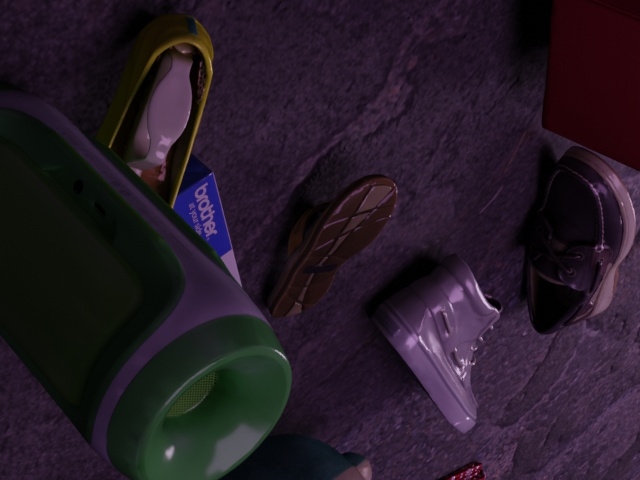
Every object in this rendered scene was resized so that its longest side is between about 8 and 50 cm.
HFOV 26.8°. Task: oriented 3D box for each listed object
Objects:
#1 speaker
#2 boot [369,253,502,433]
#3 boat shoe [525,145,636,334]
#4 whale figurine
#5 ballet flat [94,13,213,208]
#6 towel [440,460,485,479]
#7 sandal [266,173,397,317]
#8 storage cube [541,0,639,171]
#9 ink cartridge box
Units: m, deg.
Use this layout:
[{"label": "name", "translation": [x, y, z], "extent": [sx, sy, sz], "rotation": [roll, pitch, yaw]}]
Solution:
[{"label": "speaker", "translation": [-0.149, 0.020, 0.835], "extent": [0.131, 0.296, 0.131], "rotation": [-29, 142, -26]}, {"label": "boot", "translation": [0.152, 0.113, 1.446], "extent": [0.123, 0.095, 0.258], "rotation": [-38, 145, -2]}, {"label": "boat shoe", "translation": [0.277, 0.013, 1.486], "extent": [0.092, 0.103, 0.285], "rotation": [-40, 152, -21]}, {"label": "whale figurine", "translation": [-0.046, 0.284, 1.398], "extent": [0.216, 0.141, 0.272], "rotation": [-41, 170, -9]}, {"label": "ballet flat", "translation": [-0.130, -0.048, 0.947], "extent": [0.077, 0.077, 0.231], "rotation": [16, 100, -23]}, {"label": "towel", "translation": [0.096, 0.408, 1.744], "extent": [0.274, 0.031, 0.199], "rotation": [-20, 138, -36]}, {"label": "sandal", "translation": [0.000, 0.000, 1.215], "extent": [0.072, 0.049, 0.180], "rotation": [0, 139, -42]}, {"label": "storage cube", "translation": [0.333, -0.184, 1.224], "extent": [0.184, 0.193, 0.215], "rotation": [-49, 152, -28]}, {"label": "ink cartridge box", "translation": [-0.120, 0.028, 1.101], "extent": [0.097, 0.046, 0.207], "rotation": [-35, 143, -21]}]
